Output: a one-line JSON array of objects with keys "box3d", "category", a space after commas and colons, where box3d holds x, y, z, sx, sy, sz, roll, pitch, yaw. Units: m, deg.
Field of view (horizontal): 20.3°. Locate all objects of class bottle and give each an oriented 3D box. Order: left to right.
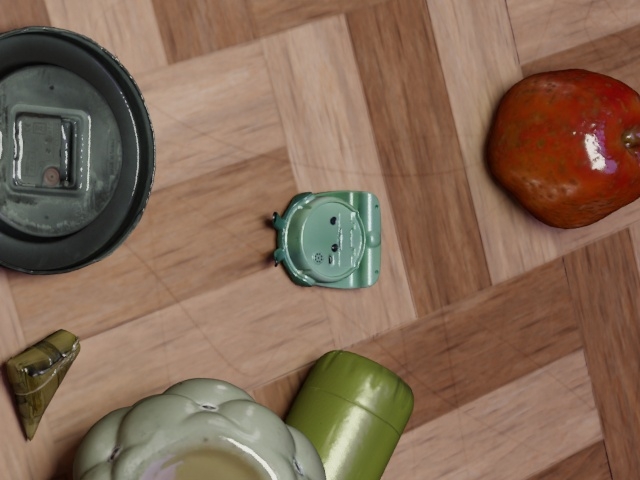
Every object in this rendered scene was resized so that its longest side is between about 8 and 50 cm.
[{"box3d": [-0.005, 0.242, 1.762, 0.112, 0.112, 0.260, 38, 70, -30], "category": "bottle"}]

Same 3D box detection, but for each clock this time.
[{"box3d": [-0.255, -0.081, 1.618, 0.226, 0.049, 0.226, 0, 89, -35], "category": "clock"}, {"box3d": [0.000, 0.000, 1.806, 0.135, 0.041, 0.101, -2, 91, -36], "category": "clock"}]

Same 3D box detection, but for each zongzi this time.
[{"box3d": [-0.246, 0.131, 1.635, 0.076, 0.040, 0.083, -32, 120, -38], "category": "zongzi"}]

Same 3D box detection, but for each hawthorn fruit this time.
[{"box3d": [0.276, -0.100, 1.926, 0.189, 0.189, 0.189, 0, 91, -36], "category": "hawthorn fruit"}]

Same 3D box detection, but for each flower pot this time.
[{"box3d": [-0.111, 0.245, 1.599, 0.246, 0.195, 0.246, 1, 80, -8], "category": "flower pot"}]
